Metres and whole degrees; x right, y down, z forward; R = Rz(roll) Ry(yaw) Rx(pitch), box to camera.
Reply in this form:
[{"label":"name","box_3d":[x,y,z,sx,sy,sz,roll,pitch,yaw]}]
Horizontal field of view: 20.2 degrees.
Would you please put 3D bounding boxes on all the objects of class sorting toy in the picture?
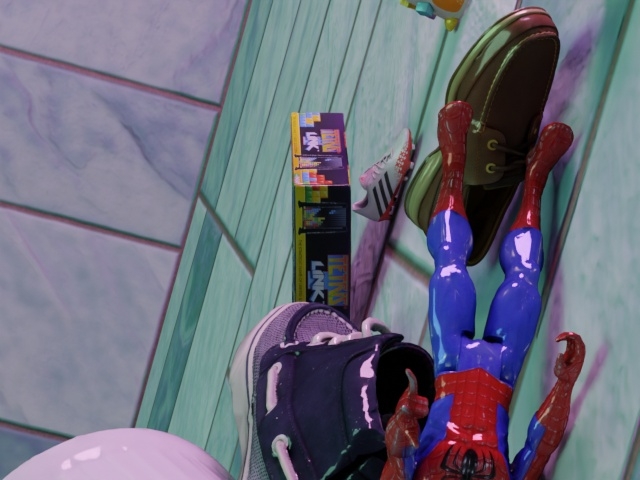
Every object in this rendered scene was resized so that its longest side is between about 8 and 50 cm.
[{"label":"sorting toy","box_3d":[0.073,-0.199,1.400,0.083,0.075,0.045,-98,25,-67]}]

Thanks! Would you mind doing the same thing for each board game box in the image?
[{"label":"board game box","box_3d":[0.000,0.000,1.466,0.141,0.048,0.170,-91,1,-62]}]

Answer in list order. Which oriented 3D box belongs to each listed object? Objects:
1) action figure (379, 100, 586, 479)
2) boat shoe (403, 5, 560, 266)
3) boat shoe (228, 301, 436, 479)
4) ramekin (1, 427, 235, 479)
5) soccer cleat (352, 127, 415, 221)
[{"label":"action figure","box_3d":[0.086,0.040,0.918,0.139,0.091,0.280,104,176,-62]},{"label":"boat shoe","box_3d":[0.107,-0.059,1.079,0.060,0.064,0.178,56,141,35]},{"label":"boat shoe","box_3d":[0.025,0.106,1.173,0.158,0.127,0.340,-48,17,23]},{"label":"ramekin","box_3d":[-0.122,0.278,1.211,0.135,0.277,0.277,22,98,50]},{"label":"soccer cleat","box_3d":[0.050,-0.053,1.424,0.029,0.036,0.083,-96,22,-60]}]
